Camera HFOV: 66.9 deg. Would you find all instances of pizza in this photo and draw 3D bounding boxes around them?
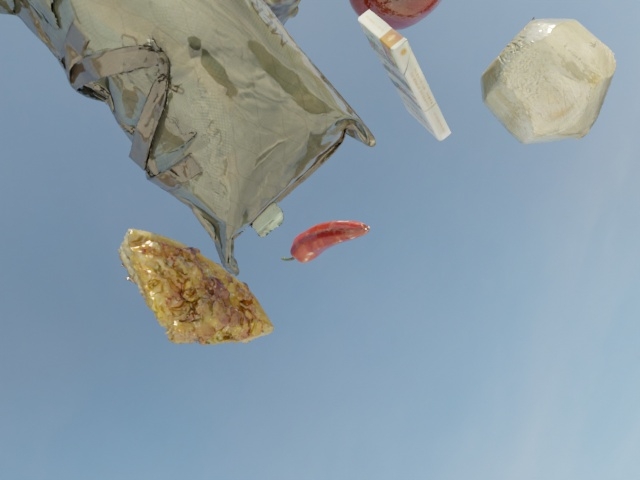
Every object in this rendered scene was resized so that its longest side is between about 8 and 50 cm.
[{"bbox_3d":[-0.217,0.101,0.873,0.335,0.226,0.086,40,-72,-20],"label":"pizza"}]

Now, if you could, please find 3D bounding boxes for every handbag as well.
[{"bbox_3d":[-0.094,-0.118,0.325,0.182,0.117,0.270,-45,-71,-14],"label":"handbag"}]

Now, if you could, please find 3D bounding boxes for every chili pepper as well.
[{"bbox_3d":[0.000,0.000,1.045,0.071,0.272,0.063,34,-127,-27],"label":"chili pepper"}]

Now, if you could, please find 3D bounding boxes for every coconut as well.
[{"bbox_3d":[0.317,-0.213,0.671,0.162,0.161,0.161,44,-92,6],"label":"coconut"}]

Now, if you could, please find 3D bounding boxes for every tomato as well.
[{"bbox_3d":[0.165,-0.517,0.988,0.199,0.112,0.228,23,-43,-17],"label":"tomato"}]

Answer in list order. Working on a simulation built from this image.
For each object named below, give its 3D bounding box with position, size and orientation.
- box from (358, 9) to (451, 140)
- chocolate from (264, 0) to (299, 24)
[{"bbox_3d":[0.143,-0.266,0.802,0.032,0.122,0.220,-37,-40,9],"label":"box"},{"bbox_3d":[-0.140,-0.465,0.877,0.210,0.340,0.225,48,-118,-7],"label":"chocolate"}]
